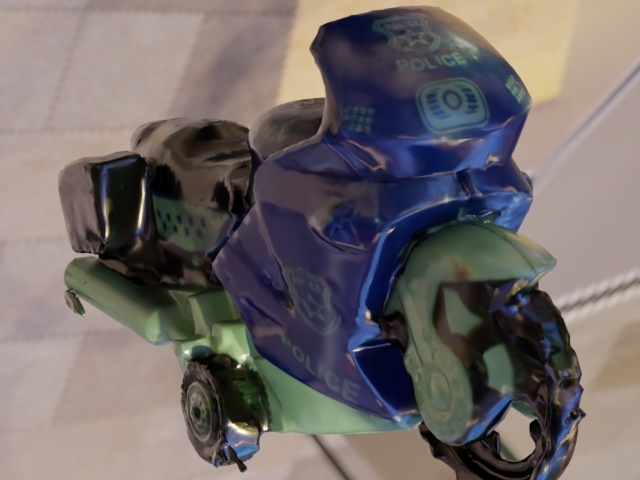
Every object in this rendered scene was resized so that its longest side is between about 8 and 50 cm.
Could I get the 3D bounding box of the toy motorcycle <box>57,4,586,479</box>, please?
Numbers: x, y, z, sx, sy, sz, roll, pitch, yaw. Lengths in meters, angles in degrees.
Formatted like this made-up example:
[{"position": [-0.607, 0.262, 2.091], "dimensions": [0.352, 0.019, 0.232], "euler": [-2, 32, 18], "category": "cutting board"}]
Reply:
[{"position": [0.000, 0.000, 0.801], "dimensions": [0.125, 0.331, 0.196], "euler": [-10, 100, -28], "category": "toy motorcycle"}]
